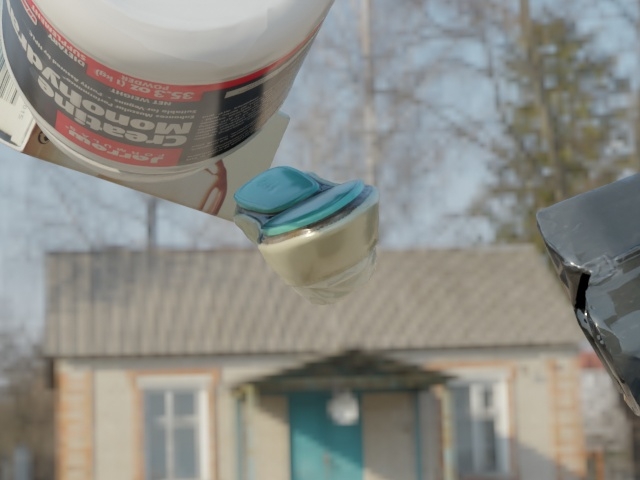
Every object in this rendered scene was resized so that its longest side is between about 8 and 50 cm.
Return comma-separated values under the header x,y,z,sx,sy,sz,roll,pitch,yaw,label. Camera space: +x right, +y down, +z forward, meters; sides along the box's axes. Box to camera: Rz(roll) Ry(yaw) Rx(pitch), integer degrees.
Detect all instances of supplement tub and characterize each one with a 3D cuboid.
x,y,z,sx,sy,sz,roll,pitch,yaw,label
-0.094,-0.150,1.120,0.191,0.191,0.272,0,-14,-10,supplement tub

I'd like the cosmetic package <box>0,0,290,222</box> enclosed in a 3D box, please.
x,y,z,sx,sy,sz,roll,pitch,yaw,label
-0.195,-0.127,1.842,0.296,0.129,0.153,18,7,-44,cosmetic package

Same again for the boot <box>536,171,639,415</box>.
x,y,z,sx,sy,sz,roll,pitch,yaw,label
0.440,0.024,1.520,0.445,0.367,0.146,-21,-52,-2,boot

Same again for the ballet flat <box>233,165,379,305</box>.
x,y,z,sx,sy,sz,roll,pitch,yaw,label
0.000,0.000,1.217,0.086,0.086,0.248,0,8,-9,ballet flat
